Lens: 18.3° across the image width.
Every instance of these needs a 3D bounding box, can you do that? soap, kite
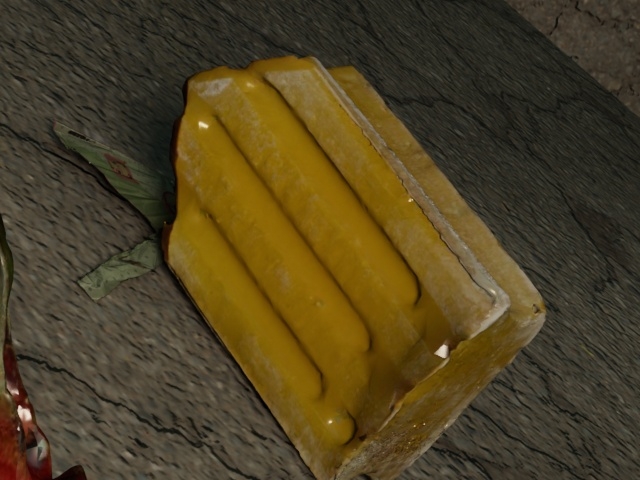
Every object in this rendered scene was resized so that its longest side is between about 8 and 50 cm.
[{"bbox_3d":[0.000,0.000,1.178,0.080,0.160,0.257,11,38,-54],"label":"soap"},{"bbox_3d":[-0.096,0.003,1.247,0.229,0.012,0.250,43,20,9],"label":"kite"}]

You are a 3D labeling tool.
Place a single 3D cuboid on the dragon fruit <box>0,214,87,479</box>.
[{"bbox_3d":[-0.142,0.115,0.589,0.193,0.274,0.192,-6,28,7],"label":"dragon fruit"}]
